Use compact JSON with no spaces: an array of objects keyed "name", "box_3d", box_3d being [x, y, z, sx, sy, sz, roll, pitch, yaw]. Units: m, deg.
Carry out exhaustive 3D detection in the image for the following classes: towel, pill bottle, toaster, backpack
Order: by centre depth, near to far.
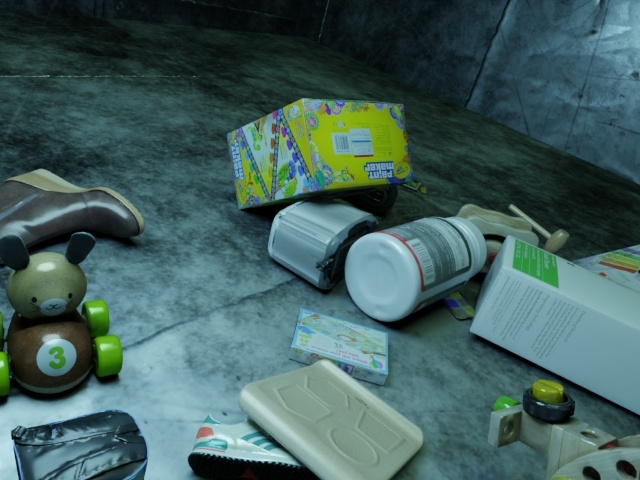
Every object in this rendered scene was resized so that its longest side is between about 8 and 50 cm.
[{"name":"backpack","box_3d":[-0.235,0.229,0.528,0.114,0.084,0.105,-11,39,-33]},{"name":"pill bottle","box_3d":[0.194,0.042,1.021,0.161,0.161,0.283,37,33,31]},{"name":"toaster","box_3d":[0.000,0.000,1.027,0.146,0.129,0.227,26,31,23]},{"name":"towel","box_3d":[0.280,0.131,1.069,0.060,0.010,0.083,1,33,-27]}]

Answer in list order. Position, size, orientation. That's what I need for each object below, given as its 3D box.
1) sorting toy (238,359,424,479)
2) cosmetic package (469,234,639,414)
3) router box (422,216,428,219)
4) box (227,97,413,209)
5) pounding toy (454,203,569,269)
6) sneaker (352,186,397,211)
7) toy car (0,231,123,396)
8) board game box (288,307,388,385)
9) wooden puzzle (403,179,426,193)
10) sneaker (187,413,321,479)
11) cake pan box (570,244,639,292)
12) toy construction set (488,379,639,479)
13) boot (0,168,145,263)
[{"name":"sorting toy","box_3d":[0.019,0.234,0.674,0.193,0.038,0.208,32,15,25]},{"name":"cosmetic package","box_3d":[0.486,0.155,0.986,0.365,0.155,0.197,24,26,11]},{"name":"router box","box_3d":[0.284,-0.006,1.284,0.122,0.038,0.092,30,32,22]},{"name":"box","box_3d":[-0.002,-0.184,1.163,0.289,0.177,0.279,-10,2,-40]},{"name":"pounding toy","box_3d":[0.406,0.009,1.205,0.269,0.154,0.155,16,28,-1]},{"name":"sneaker","box_3d":[0.078,-0.166,1.410,0.286,0.109,0.130,32,21,12]},{"name":"toy car","box_3d":[-0.328,0.074,0.641,0.154,0.189,0.149,-4,35,-34]},{"name":"board game box","box_3d":[0.032,0.168,0.848,0.154,0.026,0.103,17,28,-1]},{"name":"wooden puzzle","box_3d":[0.270,-0.176,1.605,0.116,0.014,0.078,20,28,6]},{"name":"sneaker","box_3d":[-0.070,0.243,0.624,0.161,0.057,0.075,11,34,-5]},{"name":"cake pan box","box_3d":[0.725,0.120,1.208,0.266,0.070,0.246,-10,38,-12]},{"name":"toy construction set","box_3d":[0.264,0.309,0.592,0.308,0.258,0.237,-31,31,-26]},{"name":"boot","box_3d":[-0.450,-0.020,0.882,0.248,0.090,0.207,22,41,6]}]
